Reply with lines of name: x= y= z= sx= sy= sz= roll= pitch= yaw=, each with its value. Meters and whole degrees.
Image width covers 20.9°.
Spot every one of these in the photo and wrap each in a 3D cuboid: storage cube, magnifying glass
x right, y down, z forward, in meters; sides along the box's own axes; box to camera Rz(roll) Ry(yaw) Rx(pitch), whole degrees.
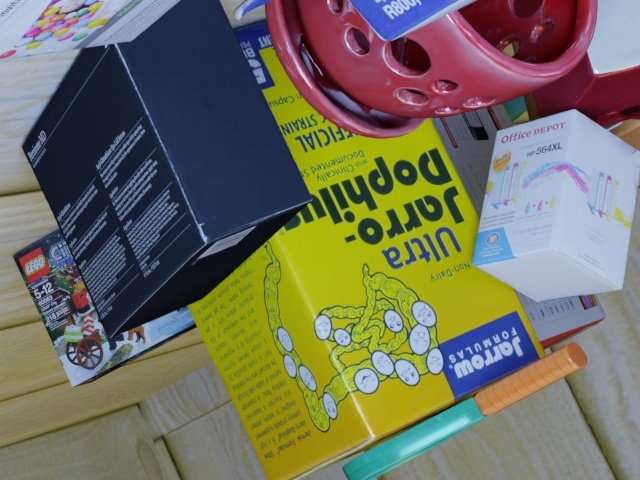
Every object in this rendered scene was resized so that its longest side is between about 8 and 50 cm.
storage cube: x=0.264 y=-0.213 z=1.430 sx=0.184 sy=0.215 sz=0.193 roll=-12 pitch=171 yaw=-5
magnifying glass: x=0.113 y=0.142 z=1.387 sx=0.231 sy=0.026 sz=0.092 roll=-34 pitch=167 yaw=30

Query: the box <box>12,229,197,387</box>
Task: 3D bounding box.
box: x=-0.196 y=0.036 z=1.846 sx=0.233 sy=0.159 sz=0.044 roll=-28 pitch=174 yaw=19

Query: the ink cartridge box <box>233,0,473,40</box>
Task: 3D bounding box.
ink cartridge box: x=0.158 y=-0.208 z=0.951 sx=0.330 sy=0.071 sz=0.324 roll=-31 pitch=-176 yaw=-30

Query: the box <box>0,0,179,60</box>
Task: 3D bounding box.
box: x=-0.152 y=-0.164 z=1.095 sx=0.145 sy=0.038 sz=0.186 roll=-32 pitch=169 yaw=40

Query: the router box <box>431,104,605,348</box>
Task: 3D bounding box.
router box: x=0.143 y=-0.038 z=1.781 sx=0.082 sy=0.335 sz=0.301 roll=-29 pitch=170 yaw=25

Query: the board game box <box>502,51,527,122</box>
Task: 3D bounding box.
board game box: x=0.049 y=-0.094 z=2.062 sx=0.336 sy=0.079 sz=0.254 roll=-22 pitch=172 yaw=-22

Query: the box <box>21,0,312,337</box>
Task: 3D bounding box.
box: x=-0.128 y=-0.055 z=1.363 sx=0.103 sy=0.184 sz=0.261 roll=-24 pitch=173 yaw=-28

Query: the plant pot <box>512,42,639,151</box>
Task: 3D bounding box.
plant pot: x=0.304 y=-0.201 z=1.682 sx=0.291 sy=0.203 sz=0.291 roll=-26 pitch=173 yaw=-4

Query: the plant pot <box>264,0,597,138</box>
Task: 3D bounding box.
plant pot: x=0.067 y=-0.174 z=1.203 sx=0.174 sy=0.191 sz=0.191 roll=-20 pitch=178 yaw=43

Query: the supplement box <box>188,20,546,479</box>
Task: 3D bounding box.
supplement box: x=0.000 y=0.000 z=1.492 sx=0.194 sy=0.356 sz=0.195 roll=-21 pitch=172 yaw=-31

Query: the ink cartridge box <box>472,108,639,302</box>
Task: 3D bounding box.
ink cartridge box: x=0.196 y=-0.035 z=1.429 sx=0.090 sy=0.143 sz=0.092 roll=27 pitch=154 yaw=-35
